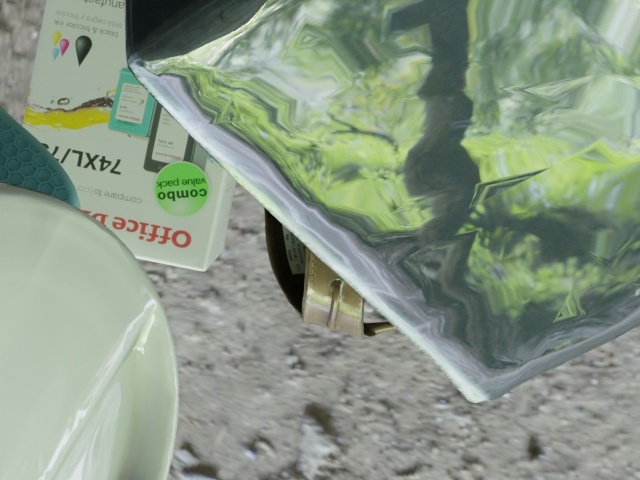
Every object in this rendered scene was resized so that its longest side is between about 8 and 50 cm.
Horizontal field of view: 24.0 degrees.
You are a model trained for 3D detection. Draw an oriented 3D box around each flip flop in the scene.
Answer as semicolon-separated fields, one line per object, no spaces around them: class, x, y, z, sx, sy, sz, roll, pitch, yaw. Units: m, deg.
flip flop;0.000;0.000;0.827;0.080;0.112;0.277;-42;130;7

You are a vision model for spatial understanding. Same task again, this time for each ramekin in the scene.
ramekin;-0.212;0.094;0.769;0.273;0.127;0.273;-16;113;-43

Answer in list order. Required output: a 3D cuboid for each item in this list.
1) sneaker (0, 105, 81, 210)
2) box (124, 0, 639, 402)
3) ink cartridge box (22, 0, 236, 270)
sneaker;-0.298;-0.062;1.150;0.127;0.208;0.319;-33;73;-17
box;0.143;-0.185;0.510;0.395;0.293;0.212;-31;132;19
ink cartridge box;-0.171;-0.126;1.466;0.198;0.197;0.270;11;95;-1
